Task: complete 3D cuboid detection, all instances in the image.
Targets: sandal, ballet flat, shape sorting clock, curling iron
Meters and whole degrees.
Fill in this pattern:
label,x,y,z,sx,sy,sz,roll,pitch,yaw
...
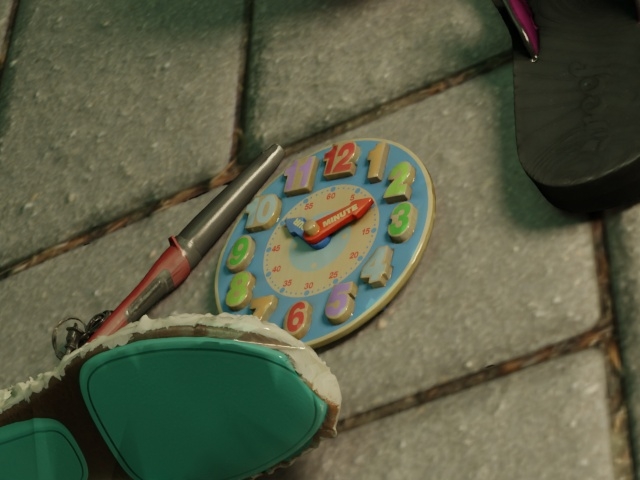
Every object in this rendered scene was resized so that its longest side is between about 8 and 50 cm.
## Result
label,x,y,z,sx,sy,sz,roll,pitch,yaw
sandal,0.200,-0.211,1.401,0.167,0.107,0.446,-26,39,17
ballet flat,-0.157,0.129,1.349,0.409,0.147,0.147,-18,42,26
shape sorting clock,0.000,0.000,1.412,0.206,0.040,0.206,-23,40,21
curling iron,-0.131,0.013,1.514,0.274,0.035,0.068,-46,38,-8
